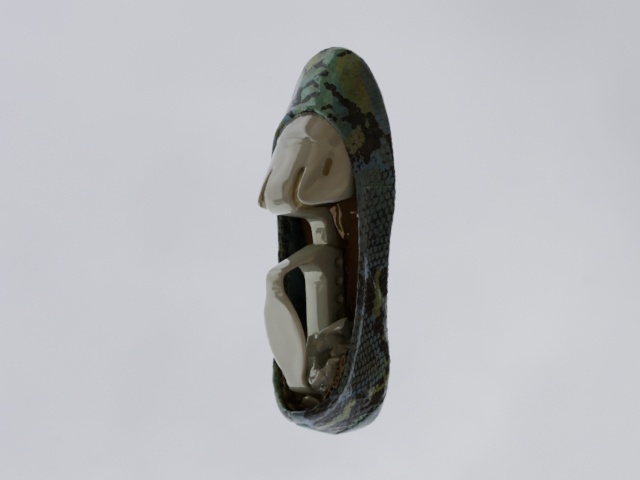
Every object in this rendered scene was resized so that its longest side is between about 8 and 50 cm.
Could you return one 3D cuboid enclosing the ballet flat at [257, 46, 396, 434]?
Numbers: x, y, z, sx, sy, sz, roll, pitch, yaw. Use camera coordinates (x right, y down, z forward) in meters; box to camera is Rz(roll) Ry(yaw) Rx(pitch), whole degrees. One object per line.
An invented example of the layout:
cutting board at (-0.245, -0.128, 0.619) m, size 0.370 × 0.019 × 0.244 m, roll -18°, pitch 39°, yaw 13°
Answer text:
ballet flat at (0.000, 0.000, 0.742) m, size 0.070 × 0.070 × 0.189 m, roll -4°, pitch -91°, yaw -22°
